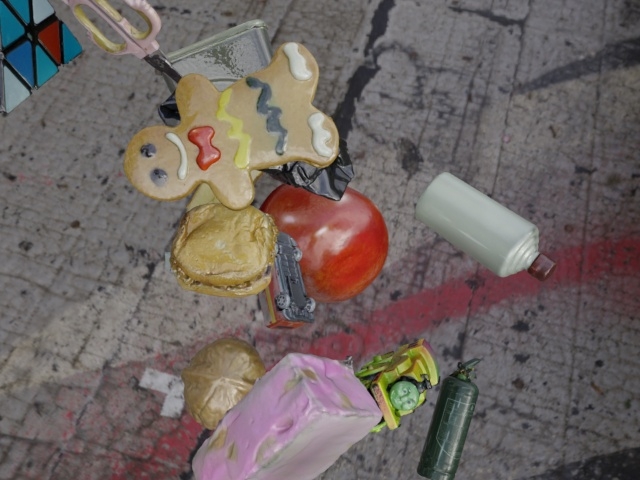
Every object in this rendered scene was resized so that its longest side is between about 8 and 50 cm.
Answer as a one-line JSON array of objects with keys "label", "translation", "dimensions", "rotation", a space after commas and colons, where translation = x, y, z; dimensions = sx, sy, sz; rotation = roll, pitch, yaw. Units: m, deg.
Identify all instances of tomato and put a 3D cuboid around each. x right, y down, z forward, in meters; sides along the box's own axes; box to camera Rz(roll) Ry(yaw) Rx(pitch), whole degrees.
[{"label": "tomato", "translation": [0.000, 0.000, 1.526], "dimensions": [0.290, 0.325, 0.293], "rotation": [-49, 40, -13]}]

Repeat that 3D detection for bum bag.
[{"label": "bum bag", "translation": [-0.083, -0.136, 0.905], "dimensions": [0.310, 0.074, 0.137], "rotation": [13, 44, -20]}]

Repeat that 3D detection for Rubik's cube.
[{"label": "Rubik's cube", "translation": [-0.507, -0.315, 0.993], "dimensions": [0.284, 0.250, 0.234], "rotation": [0, 61, -30]}]

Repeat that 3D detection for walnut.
[{"label": "walnut", "translation": [-0.226, 0.343, 1.490], "dimensions": [0.225, 0.261, 0.225], "rotation": [2, 72, -6]}]

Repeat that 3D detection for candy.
[{"label": "candy", "translation": [-0.054, 0.283, 0.913], "dimensions": [0.265, 0.155, 0.116], "rotation": [-47, 52, 22]}]

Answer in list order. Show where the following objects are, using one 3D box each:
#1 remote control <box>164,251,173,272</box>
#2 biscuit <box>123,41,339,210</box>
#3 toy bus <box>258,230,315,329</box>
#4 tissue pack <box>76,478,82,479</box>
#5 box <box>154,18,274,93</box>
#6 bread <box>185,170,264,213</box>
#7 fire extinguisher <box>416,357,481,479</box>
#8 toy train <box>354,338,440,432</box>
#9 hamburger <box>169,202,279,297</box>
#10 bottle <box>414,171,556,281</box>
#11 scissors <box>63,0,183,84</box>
[{"label": "remote control", "translation": [-0.315, 0.055, 1.602], "dimensions": [0.166, 0.065, 0.029], "rotation": [3, 40, -7]}, {"label": "biscuit", "translation": [-0.101, -0.113, 0.678], "dimensions": [0.240, 0.035, 0.158], "rotation": [-24, 95, 1]}, {"label": "toy bus", "translation": [-0.071, 0.073, 1.102], "dimensions": [0.077, 0.079, 0.174], "rotation": [-33, 60, 33]}, {"label": "tissue pack", "translation": [-0.611, 0.729, 1.520], "dimensions": [0.194, 0.274, 0.145], "rotation": [8, 97, 18]}, {"label": "box", "translation": [-0.223, -0.372, 1.430], "dimensions": [0.274, 0.138, 0.178], "rotation": [-20, 100, 9]}, {"label": "bread", "translation": [-0.241, -0.158, 1.689], "dimensions": [0.111, 0.246, 0.239], "rotation": [42, 46, -6]}, {"label": "fire extinguisher", "translation": [0.333, 0.442, 1.561], "dimensions": [0.095, 0.114, 0.311], "rotation": [12, 84, 49]}, {"label": "toy train", "translation": [0.142, 0.271, 1.182], "dimensions": [0.160, 0.296, 0.100], "rotation": [-24, 88, 15]}, {"label": "hamburger", "translation": [-0.132, 0.011, 0.866], "dimensions": [0.147, 0.083, 0.138], "rotation": [5, 54, -6]}, {"label": "bottle", "translation": [0.282, -0.014, 1.050], "dimensions": [0.245, 0.104, 0.104], "rotation": [37, 66, 26]}, {"label": "scissors", "translation": [-0.282, -0.312, 1.029], "dimensions": [0.160, 0.317, 0.024], "rotation": [-10, 51, 39]}]
